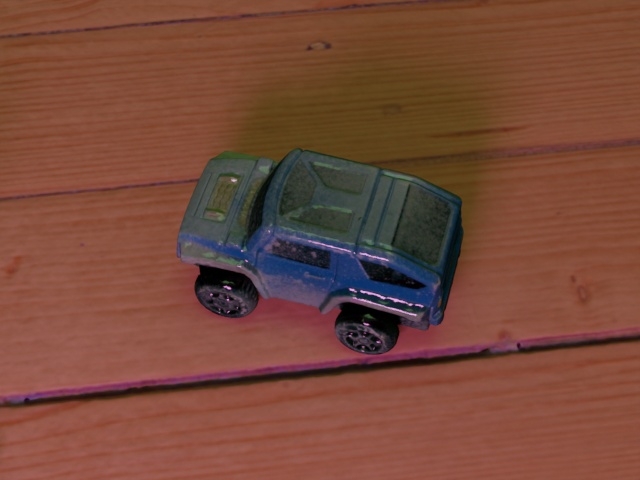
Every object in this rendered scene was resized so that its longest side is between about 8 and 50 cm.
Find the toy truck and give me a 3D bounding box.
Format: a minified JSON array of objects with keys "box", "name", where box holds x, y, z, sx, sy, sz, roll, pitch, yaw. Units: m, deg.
[{"box":[0.000,0.000,1.298,0.278,0.156,0.155,14,56,7],"name":"toy truck"}]
